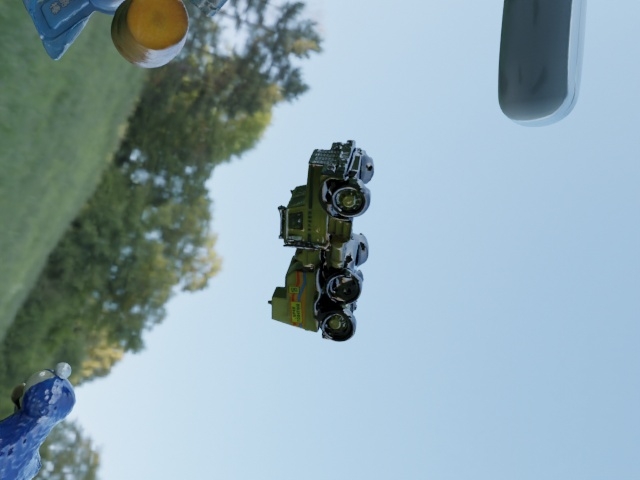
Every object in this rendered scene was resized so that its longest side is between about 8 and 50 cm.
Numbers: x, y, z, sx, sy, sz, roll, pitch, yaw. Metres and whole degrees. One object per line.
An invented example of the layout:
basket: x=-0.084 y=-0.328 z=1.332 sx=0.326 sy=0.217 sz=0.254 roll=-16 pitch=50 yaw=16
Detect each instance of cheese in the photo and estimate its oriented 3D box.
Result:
cheese: x=-0.286 y=-0.348 z=1.056 sx=0.244 sy=0.052 sz=0.135 roll=-29 pitch=-100 yaw=15

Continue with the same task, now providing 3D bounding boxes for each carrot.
carrot: x=-0.187 y=-0.229 z=0.871 sx=0.193 sy=0.087 sz=0.087 roll=-128 pitch=-123 yaw=-70

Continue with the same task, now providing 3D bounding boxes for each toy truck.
toy truck: x=0.005 y=-0.001 z=1.057 sx=0.127 sy=0.127 sz=0.257 roll=-71 pitch=170 yaw=-60

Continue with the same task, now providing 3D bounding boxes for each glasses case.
glasses case: x=0.194 y=-0.188 z=0.699 sx=0.067 sy=0.045 sz=0.179 roll=0 pitch=-99 yaw=40

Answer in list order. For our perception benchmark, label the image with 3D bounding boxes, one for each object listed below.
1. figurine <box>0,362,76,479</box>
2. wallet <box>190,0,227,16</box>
figurine: x=-0.356 y=0.237 z=0.843 sx=0.262 sy=0.164 sz=0.121 roll=-50 pitch=-124 yaw=11
wallet: x=-0.062 y=-0.209 z=0.484 sx=0.129 sy=0.088 sz=0.026 roll=-39 pitch=-156 yaw=31
